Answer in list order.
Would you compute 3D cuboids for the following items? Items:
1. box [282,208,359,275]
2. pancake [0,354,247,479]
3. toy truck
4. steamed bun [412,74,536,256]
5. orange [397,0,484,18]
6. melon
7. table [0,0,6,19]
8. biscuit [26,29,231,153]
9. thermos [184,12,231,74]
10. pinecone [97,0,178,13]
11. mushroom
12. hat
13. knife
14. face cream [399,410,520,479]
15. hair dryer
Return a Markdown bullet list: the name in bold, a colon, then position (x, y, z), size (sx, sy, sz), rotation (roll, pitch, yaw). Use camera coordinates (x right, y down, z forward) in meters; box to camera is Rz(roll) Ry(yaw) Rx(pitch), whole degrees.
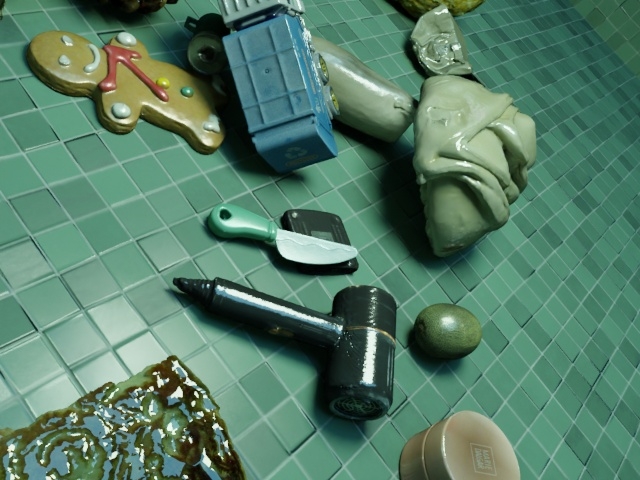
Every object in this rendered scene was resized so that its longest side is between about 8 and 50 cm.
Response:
- **box**: position (0.000, 0.000, 1.155), size (0.126, 0.027, 0.125), rotation (3, 56, -37)
- **pancake**: position (-0.205, 0.341, 0.719), size (0.304, 0.067, 0.427), rotation (-4, 61, -31)
- **toy truck**: position (-0.074, -0.307, 1.162), size (0.175, 0.146, 0.367), rotation (-36, 109, -75)
- **steamed bun**: position (0.303, -0.154, 1.287), size (0.324, 0.219, 0.310), rotation (-71, 150, -50)
- **orange**: position (0.273, -0.727, 1.800), size (0.368, 0.210, 0.271), rotation (35, 26, -10)
- **melon**: position (0.220, 0.157, 1.152), size (0.130, 0.098, 0.098), rotation (10, 52, -36)
- **table**: position (-0.526, -0.400, 1.033), size (0.079, 0.062, 0.083), rotation (4, 56, -35)
- **biscuit**: position (-0.305, -0.262, 1.110), size (0.339, 0.047, 0.216), rotation (20, 47, -26)
- **thermos**: position (-0.206, -0.370, 1.233), size (0.083, 0.073, 0.188), rotation (-2, 32, -4)
- **pinecone**: position (-0.326, -0.518, 1.166), size (0.243, 0.243, 0.257), rotation (35, 13, -10)
- **mushroom**: position (0.045, -0.312, 1.351), size (0.407, 0.137, 0.154), rotation (22, 32, -21)
- **hat**: position (0.331, -0.477, 1.760), size (0.244, 0.149, 0.214), rotation (44, 28, -65)
- **knife**: position (-0.056, 0.001, 1.082), size (0.260, 0.035, 0.063), rotation (17, 52, -17)
- **face cream**: position (0.206, 0.340, 0.990), size (0.149, 0.104, 0.149), rotation (20, 48, -24)
- **hair dryer**: position (-0.052, 0.132, 0.977), size (0.352, 0.107, 0.189), rotation (19, 50, -15)
